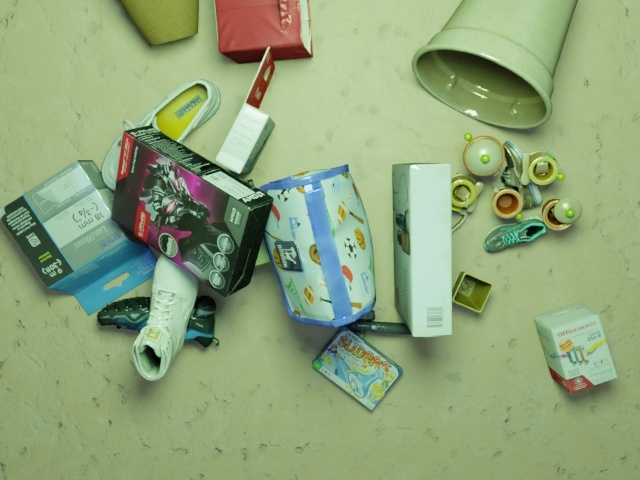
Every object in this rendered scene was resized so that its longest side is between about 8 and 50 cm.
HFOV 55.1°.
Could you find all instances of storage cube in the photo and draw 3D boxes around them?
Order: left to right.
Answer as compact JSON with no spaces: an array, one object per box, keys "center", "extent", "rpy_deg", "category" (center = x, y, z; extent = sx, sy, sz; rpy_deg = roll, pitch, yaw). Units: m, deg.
[{"center":[-0.127,-0.518,1.417],"extent":[0.193,0.215,0.184],"rpy_deg":[-4,98,6],"category":"storage cube"}]

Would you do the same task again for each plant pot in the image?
[{"center":[-0.375,-0.591,1.412],"extent":[0.237,0.237,0.254],"rpy_deg":[-14,113,1],"category":"plant pot"},{"center":[0.378,0.125,1.568],"extent":[0.081,0.083,0.081],"rpy_deg":[23,96,-5],"category":"plant pot"},{"center":[0.424,-0.471,1.399],"extent":[0.333,0.334,0.306],"rpy_deg":[27,84,-4],"category":"plant pot"}]

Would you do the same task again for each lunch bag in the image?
[{"center":[0.000,0.000,1.395],"extent":[0.238,0.385,0.328],"rpy_deg":[-15,98,1],"category":"lunch bag"}]

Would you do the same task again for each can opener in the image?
[{"center":[0.160,0.222,1.589],"extent":[0.186,0.059,0.073],"rpy_deg":[10,97,-2],"category":"can opener"}]

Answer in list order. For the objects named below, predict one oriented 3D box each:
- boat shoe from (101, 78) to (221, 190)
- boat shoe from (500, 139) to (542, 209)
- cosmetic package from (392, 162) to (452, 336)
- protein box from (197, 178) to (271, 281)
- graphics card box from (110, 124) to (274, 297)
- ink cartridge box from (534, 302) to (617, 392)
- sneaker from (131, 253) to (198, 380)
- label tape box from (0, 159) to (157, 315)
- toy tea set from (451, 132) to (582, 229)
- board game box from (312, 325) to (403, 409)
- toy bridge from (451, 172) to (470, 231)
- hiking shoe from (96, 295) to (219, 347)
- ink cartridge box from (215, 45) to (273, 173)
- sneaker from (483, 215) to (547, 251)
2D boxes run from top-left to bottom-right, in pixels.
[{"center":[-0.392,-0.251,1.470],"extent":[0.367,0.156,0.136],"rpy_deg":[-38,96,3],"category":"boat shoe"},{"center":[0.492,-0.161,1.542],"extent":[0.066,0.066,0.183],"rpy_deg":[-28,97,4],"category":"boat shoe"},{"center":[0.234,0.006,1.450],"extent":[0.097,0.284,0.377],"rpy_deg":[-2,97,1],"category":"cosmetic package"},{"center":[-0.239,-0.026,1.511],"extent":[0.199,0.136,0.201],"rpy_deg":[-16,97,2],"category":"protein box"},{"center":[-0.292,-0.069,1.342],"extent":[0.371,0.094,0.233],"rpy_deg":[31,120,19],"category":"graphics card box"},{"center":[0.648,0.271,1.570],"extent":[0.128,0.127,0.176],"rpy_deg":[-20,96,2],"category":"ink cartridge box"},{"center":[-0.354,0.175,1.402],"extent":[0.108,0.169,0.293],"rpy_deg":[9,110,0],"category":"sneaker"},{"center":[-0.590,0.002,1.526],"extent":[0.240,0.106,0.334],"rpy_deg":[-31,97,4],"category":"label tape box"},{"center":[0.464,-0.131,1.460],"extent":[0.336,0.124,0.200],"rpy_deg":[14,108,5],"category":"toy tea set"},{"center":[0.098,0.332,1.614],"extent":[0.201,0.035,0.136],"rpy_deg":[37,95,-5],"category":"board game box"},{"center":[0.346,-0.081,1.570],"extent":[0.063,0.026,0.188],"rpy_deg":[21,96,-6],"category":"toy bridge"},{"center":[-0.414,0.217,1.553],"extent":[0.304,0.113,0.132],"rpy_deg":[-1,103,2],"category":"hiking shoe"},{"center":[-0.140,-0.283,1.399],"extent":[0.066,0.296,0.261],"rpy_deg":[26,96,-5],"category":"ink cartridge box"},{"center":[0.496,-0.016,1.556],"extent":[0.166,0.076,0.065],"rpy_deg":[-24,96,2],"category":"sneaker"}]
